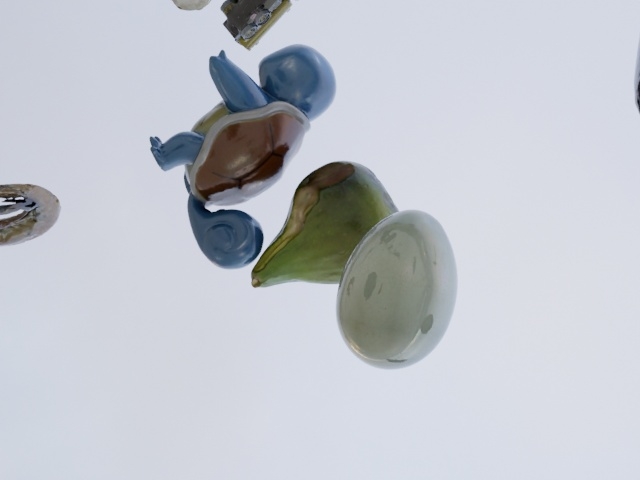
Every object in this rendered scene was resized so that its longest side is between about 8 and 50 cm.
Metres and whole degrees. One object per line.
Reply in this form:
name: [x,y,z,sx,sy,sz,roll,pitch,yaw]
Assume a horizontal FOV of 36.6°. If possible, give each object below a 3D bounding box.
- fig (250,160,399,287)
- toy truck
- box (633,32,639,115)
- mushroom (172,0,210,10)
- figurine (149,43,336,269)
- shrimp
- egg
fig: [0.000,0.000,1.634,0.275,0.206,0.206,-36,-114,-2]
toy truck: [-0.063,-0.279,1.128,0.123,0.063,0.052,-43,-106,17]
box: [0.294,-0.182,0.714,0.212,0.042,0.201,-168,-94,-81]
mushroom: [-0.211,-0.440,1.250,0.095,0.122,0.351,-45,-117,39]
figurine: [-0.146,-0.166,1.666,0.242,0.298,0.416,19,-103,25]
shrimp: [-0.478,-0.024,1.369,0.152,0.219,0.046,95,-24,-66]
egg: [0.100,0.062,1.235,0.151,0.151,0.209,22,-83,38]
